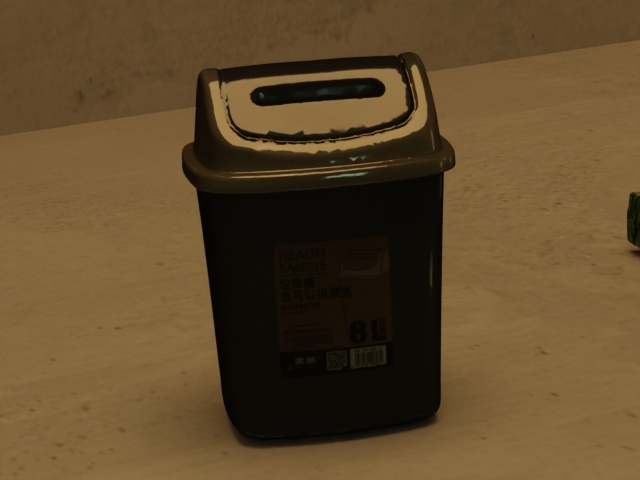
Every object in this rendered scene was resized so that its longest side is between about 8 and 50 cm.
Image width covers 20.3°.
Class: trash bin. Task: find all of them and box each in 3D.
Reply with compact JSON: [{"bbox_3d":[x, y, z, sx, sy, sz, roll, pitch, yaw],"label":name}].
[{"bbox_3d":[0.000,0.000,1.429,0.209,0.290,0.182,-6,15,-10],"label":"trash bin"}]

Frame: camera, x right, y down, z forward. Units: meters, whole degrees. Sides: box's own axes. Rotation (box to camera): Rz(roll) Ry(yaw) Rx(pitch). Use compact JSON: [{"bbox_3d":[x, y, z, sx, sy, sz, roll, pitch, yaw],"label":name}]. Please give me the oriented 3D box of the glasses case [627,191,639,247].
[{"bbox_3d":[0.398,0.007,1.746,0.095,0.062,0.272,-2,14,-14],"label":"glasses case"}]
